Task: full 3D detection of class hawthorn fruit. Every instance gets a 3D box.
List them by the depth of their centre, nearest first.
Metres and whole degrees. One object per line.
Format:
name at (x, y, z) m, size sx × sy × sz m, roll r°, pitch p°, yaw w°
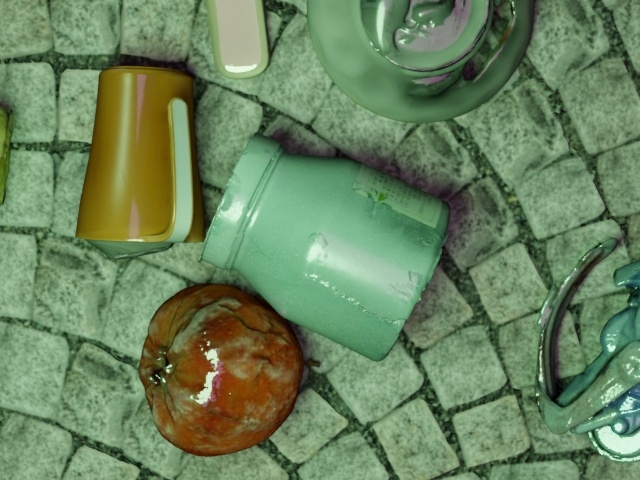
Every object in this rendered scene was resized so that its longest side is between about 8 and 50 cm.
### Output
hawthorn fruit at (-0.113, 0.182, 1.657) m, size 0.271 × 0.242 × 0.242 m, roll 8°, pitch 100°, yaw -32°

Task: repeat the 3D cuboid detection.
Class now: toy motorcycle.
toy motorcycle at (0.428, 0.143, 1.638) m, size 0.241 × 0.182 × 0.319 m, roll 34°, pitch 99°, yaw -3°

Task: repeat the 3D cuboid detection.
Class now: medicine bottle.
medicine bottle at (0.000, 0.000, 1.601) m, size 0.290 × 0.245 × 0.245 m, roll 25°, pitch 98°, yaw -3°

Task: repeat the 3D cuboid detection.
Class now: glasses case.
glasses case at (-0.119, -0.326, 1.655) m, size 0.083 × 0.050 × 0.196 m, roll -6°, pitch 98°, yaw 1°

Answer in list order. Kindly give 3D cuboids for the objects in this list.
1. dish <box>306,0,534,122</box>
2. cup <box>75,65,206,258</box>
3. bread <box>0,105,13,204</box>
dish at (0.140, -0.320, 1.610) m, size 0.324 × 0.124 × 0.324 m, roll 0°, pitch 99°, yaw 2°
cup at (-0.236, -0.104, 1.618) m, size 0.182 × 0.226 × 0.264 m, roll 0°, pitch 93°, yaw -33°
bread at (-0.522, -0.127, 1.643) m, size 0.170 × 0.197 × 0.197 m, roll 10°, pitch 99°, yaw -12°
